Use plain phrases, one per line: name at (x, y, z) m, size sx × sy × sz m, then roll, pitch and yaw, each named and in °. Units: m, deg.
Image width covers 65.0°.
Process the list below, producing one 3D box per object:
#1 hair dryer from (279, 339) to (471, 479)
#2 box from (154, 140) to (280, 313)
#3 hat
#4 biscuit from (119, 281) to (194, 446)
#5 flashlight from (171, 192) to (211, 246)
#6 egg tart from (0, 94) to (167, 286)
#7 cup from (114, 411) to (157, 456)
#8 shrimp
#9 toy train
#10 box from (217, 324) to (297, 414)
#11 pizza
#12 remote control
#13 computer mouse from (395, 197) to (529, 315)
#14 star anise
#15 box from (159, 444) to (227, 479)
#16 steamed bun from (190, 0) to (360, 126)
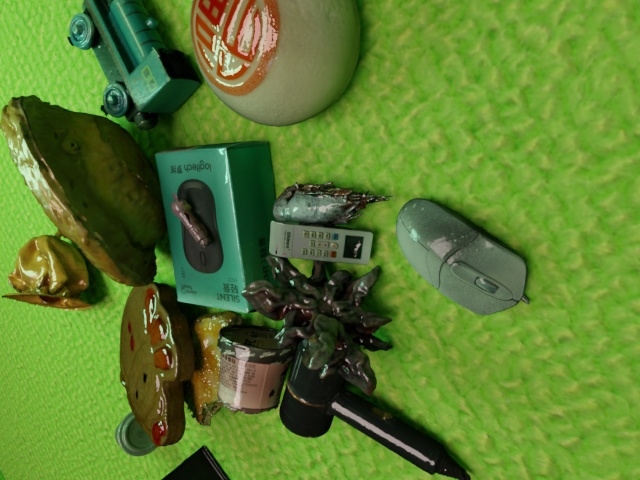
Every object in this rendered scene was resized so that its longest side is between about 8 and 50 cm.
hair dryer at (0.100, 0.300, 0.871) m, size 0.352 × 0.107 × 0.189 m, roll 24°, pitch 115°, yaw 20°
box at (-0.189, -0.027, 0.960) m, size 0.205 × 0.118 × 0.311 m, roll 5°, pitch 106°, yaw 37°
hat at (-0.718, 0.060, 1.381) m, size 0.234 × 0.244 × 0.233 m, roll 2°, pitch 74°, yaw 7°
biscuit at (-0.388, 0.277, 1.157) m, size 0.359 × 0.074 × 0.381 m, roll -54°, pitch 47°, yaw 38°
flashlight at (-0.230, -0.036, 0.894) m, size 0.110 × 0.031 × 0.052 m, roll 51°, pitch 149°, yaw 9°
egg tart at (-0.430, -0.113, 1.009) m, size 0.178 × 0.443 × 0.443 m, roll -30°, pitch 79°, yaw -6°
cup at (-0.500, 0.519, 1.365) m, size 0.141 × 0.120 × 0.119 m, roll -25°, pitch 88°, yaw 52°
shrimp at (0.016, -0.060, 0.829) m, size 0.233 × 0.079 × 0.090 m, roll -1°, pitch 138°, yaw 34°
toy train at (-0.374, -0.378, 0.999) m, size 0.194 × 0.120 × 0.298 m, roll -31°, pitch 85°, yaw 31°
box at (-0.126, 0.245, 0.955) m, size 0.151 × 0.151 × 0.135 m, roll 12°, pitch 95°, yaw 34°
pizza at (-0.238, 0.280, 1.107) m, size 0.323 × 0.090 × 0.223 m, roll -37°, pitch 73°, yaw 40°
remote control at (0.000, 0.000, 0.825) m, size 0.167 × 0.029 × 0.065 m, roll 5°, pitch 114°, yaw 0°
computer mouse at (0.195, 0.026, 0.722) m, size 0.229 × 0.068 × 0.113 m, roll 39°, pitch 125°, yaw 21°
star anise at (0.007, 0.118, 0.815) m, size 0.282 × 0.213 × 0.129 m, roll 50°, pitch 140°, yaw 24°
box at (-0.307, 0.723, 1.189) m, size 0.345 × 0.251 × 0.204 m, roll 47°, pitch 125°, yaw 15°
steamed bun at (-0.088, -0.314, 0.760) m, size 0.283 × 0.177 × 0.282 m, roll 12°, pitch 110°, yaw 34°
